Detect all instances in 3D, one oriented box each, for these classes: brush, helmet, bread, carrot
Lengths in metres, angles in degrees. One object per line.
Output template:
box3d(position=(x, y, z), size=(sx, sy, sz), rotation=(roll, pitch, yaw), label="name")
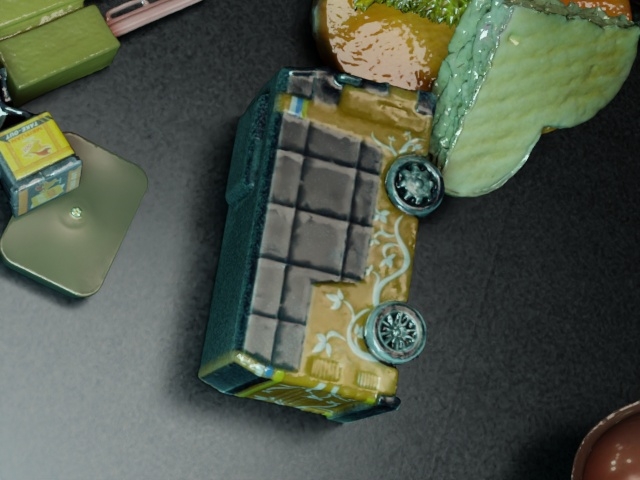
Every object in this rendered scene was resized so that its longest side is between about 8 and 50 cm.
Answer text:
box3d(position=(-0.186, -0.207, 1.130), size=(0.233, 0.047, 0.103), rotation=(-28, 87, -26), label="brush")
box3d(position=(0.285, 0.225, 1.166), size=(0.175, 0.106, 0.155), rotation=(-13, 78, -19), label="helmet")
box3d(position=(0.165, -0.144, 1.136), size=(0.232, 0.064, 0.172), rotation=(-38, 132, -5), label="bread")
box3d(position=(0.138, -0.210, 1.243), size=(0.307, 0.100, 0.258), rotation=(-5, 79, -14), label="carrot")

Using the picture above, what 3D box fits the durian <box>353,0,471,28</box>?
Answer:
box3d(position=(0.116, -0.258, 1.150), size=(0.208, 0.102, 0.146), rotation=(-27, 91, -10), label="durian")

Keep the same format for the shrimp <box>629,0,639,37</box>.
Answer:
box3d(position=(0.304, -0.335, 1.322), size=(0.289, 0.075, 0.178), rotation=(49, 49, -22), label="shrimp")

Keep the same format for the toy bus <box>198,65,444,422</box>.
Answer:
box3d(position=(0.000, 0.000, 1.100), size=(0.167, 0.138, 0.275), rotation=(15, 73, -16), label="toy bus")

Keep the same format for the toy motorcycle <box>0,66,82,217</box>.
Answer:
box3d(position=(-0.332, -0.047, 0.998), size=(0.263, 0.091, 0.157), rotation=(-31, 80, -20), label="toy motorcycle")

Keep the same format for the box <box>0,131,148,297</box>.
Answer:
box3d(position=(-0.204, -0.019, 1.080), size=(0.091, 0.031, 0.126), rotation=(26, 67, -13), label="box")
